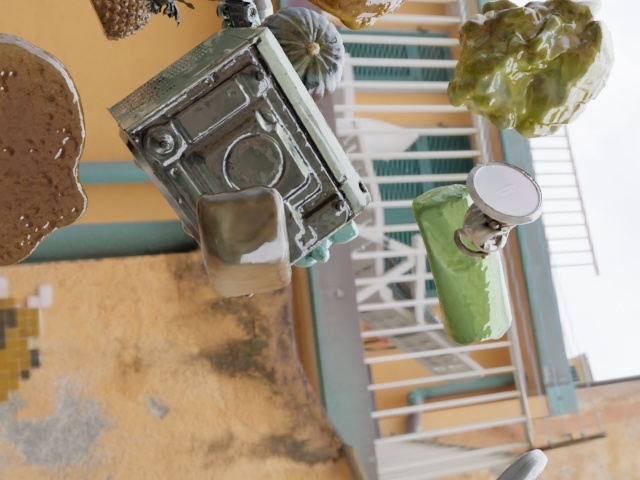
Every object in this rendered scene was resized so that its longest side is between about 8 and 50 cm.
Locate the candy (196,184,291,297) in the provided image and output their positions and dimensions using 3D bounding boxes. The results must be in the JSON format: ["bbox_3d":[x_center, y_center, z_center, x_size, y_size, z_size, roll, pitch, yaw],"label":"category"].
[{"bbox_3d":[-0.092,0.006,0.956,0.234,0.104,0.102,98,-18,-78],"label":"candy"}]

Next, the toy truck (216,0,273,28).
[{"bbox_3d":[-0.171,-0.560,2.001,0.108,0.140,0.256,15,-41,33],"label":"toy truck"}]

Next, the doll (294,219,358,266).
[{"bbox_3d":[0.000,0.000,1.665,0.159,0.159,0.059,37,-23,58],"label":"doll"}]

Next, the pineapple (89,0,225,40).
[{"bbox_3d":[-0.323,-0.503,1.542,0.119,0.278,0.130,134,-66,-79],"label":"pineapple"}]

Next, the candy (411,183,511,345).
[{"bbox_3d":[0.290,0.052,1.546,0.142,0.132,0.343,-2,-62,37],"label":"candy"}]

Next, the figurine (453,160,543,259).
[{"bbox_3d":[0.274,-0.038,1.247,0.153,0.132,0.132,110,-31,-51],"label":"figurine"}]

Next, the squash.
[{"bbox_3d":[-0.049,-0.406,1.693,0.172,0.218,0.218,-22,-107,57],"label":"squash"}]

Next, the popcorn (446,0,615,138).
[{"bbox_3d":[0.458,-0.388,1.661,0.292,0.334,0.293,-58,155,-61],"label":"popcorn"}]

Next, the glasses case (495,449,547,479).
[{"bbox_3d":[0.320,0.425,1.303,0.045,0.067,0.178,47,-67,33],"label":"glasses case"}]

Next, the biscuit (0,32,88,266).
[{"bbox_3d":[-0.380,-0.088,0.792,0.049,0.273,0.257,-135,-145,-59],"label":"biscuit"}]

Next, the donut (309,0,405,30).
[{"bbox_3d":[0.036,-0.390,1.005,0.114,0.227,0.226,129,-46,-53],"label":"donut"}]

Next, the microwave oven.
[{"bbox_3d":[-0.144,-0.151,1.417,0.394,0.333,0.247,56,-10,-28],"label":"microwave oven"}]
